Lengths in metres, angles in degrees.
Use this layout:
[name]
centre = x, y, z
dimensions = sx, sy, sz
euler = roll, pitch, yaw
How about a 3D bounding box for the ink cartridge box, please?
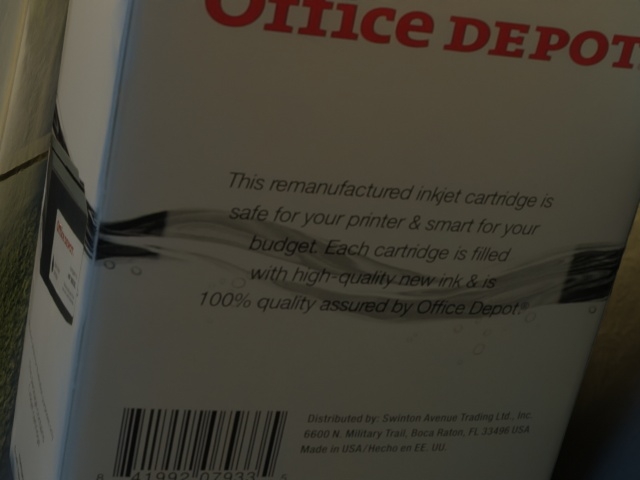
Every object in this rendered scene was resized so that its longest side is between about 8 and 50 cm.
[ink cartridge box]
centre = 0.000, 0.000, 0.748
dimensions = 0.166, 0.285, 0.395
euler = -124, 42, -57
